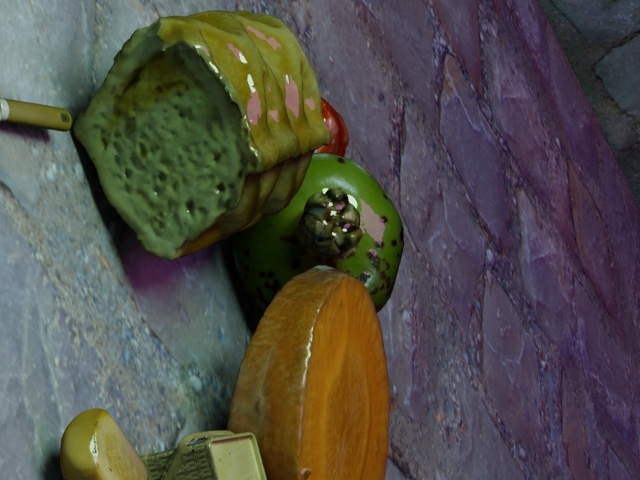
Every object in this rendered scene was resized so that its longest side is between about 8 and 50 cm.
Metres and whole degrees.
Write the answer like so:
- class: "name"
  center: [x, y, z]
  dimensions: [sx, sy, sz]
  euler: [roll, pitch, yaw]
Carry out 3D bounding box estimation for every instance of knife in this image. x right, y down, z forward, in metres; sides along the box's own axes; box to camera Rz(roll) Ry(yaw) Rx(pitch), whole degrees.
- class: "knife"
  center: [-0.291, -0.123, 1.681]
  dimensions: [0.256, 0.022, 0.046]
  euler: [6, 75, -65]

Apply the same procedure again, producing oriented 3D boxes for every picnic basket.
- class: "picnic basket"
  center: [-0.099, 0.261, 1.810]
  dimensions: [0.115, 0.079, 0.164]
  euler: [9, 65, -67]

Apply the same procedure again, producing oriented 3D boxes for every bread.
- class: "bread"
  center: [-0.189, 0.198, 1.649]
  dimensions: [0.115, 0.056, 0.082]
  euler: [61, 23, -48]
- class: "bread"
  center: [-0.110, -0.109, 1.908]
  dimensions: [0.196, 0.238, 0.252]
  euler: [36, 26, 6]

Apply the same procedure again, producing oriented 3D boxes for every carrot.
- class: "carrot"
  center: [-0.001, 0.180, 1.965]
  dimensions: [0.258, 0.100, 0.307]
  euler: [2, 95, -67]

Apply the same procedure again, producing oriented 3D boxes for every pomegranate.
- class: "pomegranate"
  center: [0.000, 0.000, 2.095]
  dimensions: [0.248, 0.202, 0.202]
  euler: [131, -56, -82]

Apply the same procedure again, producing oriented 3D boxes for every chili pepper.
- class: "chili pepper"
  center: [-0.019, -0.135, 2.357]
  dimensions: [0.086, 0.084, 0.192]
  euler: [45, 7, 21]
